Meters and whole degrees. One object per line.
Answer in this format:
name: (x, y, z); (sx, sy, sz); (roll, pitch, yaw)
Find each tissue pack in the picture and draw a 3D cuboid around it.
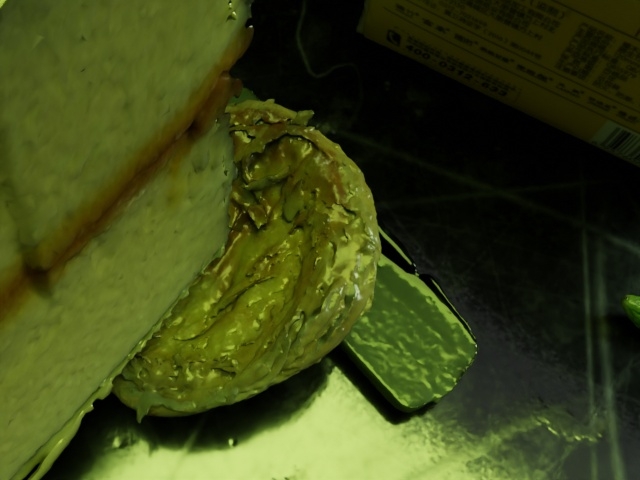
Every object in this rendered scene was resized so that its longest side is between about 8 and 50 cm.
tissue pack: (0.256, -0.242, 0.685); (0.381, 0.293, 0.228); (26, 69, 5)

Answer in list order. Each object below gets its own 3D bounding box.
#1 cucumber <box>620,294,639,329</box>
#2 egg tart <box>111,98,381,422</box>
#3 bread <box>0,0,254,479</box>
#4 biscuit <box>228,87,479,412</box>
cucumber: (0.330, 0.081, 0.678); (0.167, 0.039, 0.039); (20, 63, 4)
egg tart: (-0.070, 0.018, 0.602); (0.231, 0.098, 0.252); (27, 79, 16)
bread: (-0.174, 0.055, 0.404); (0.404, 0.346, 0.242); (-17, 61, 0)
biscuit: (0.000, 0.000, 0.669); (0.099, 0.038, 0.322); (-37, 75, -19)
